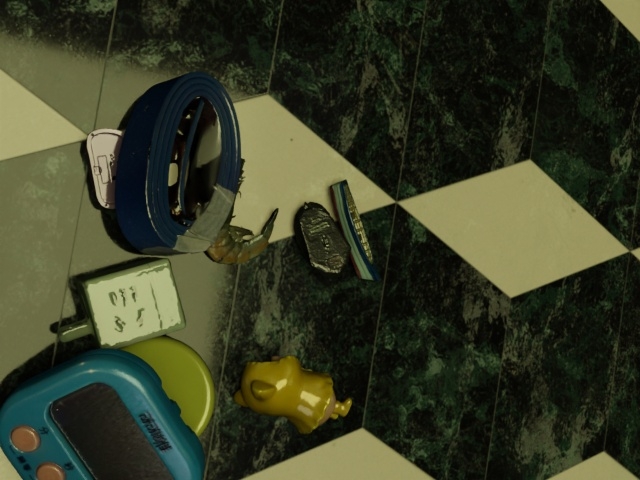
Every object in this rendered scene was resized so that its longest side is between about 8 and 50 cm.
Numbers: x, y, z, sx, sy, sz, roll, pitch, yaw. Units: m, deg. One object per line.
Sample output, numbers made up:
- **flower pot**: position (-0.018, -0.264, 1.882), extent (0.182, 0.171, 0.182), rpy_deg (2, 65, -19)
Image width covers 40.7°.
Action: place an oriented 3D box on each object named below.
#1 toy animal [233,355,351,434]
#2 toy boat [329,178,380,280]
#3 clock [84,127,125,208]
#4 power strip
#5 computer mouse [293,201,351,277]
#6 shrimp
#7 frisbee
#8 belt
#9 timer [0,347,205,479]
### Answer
- **toy animal**: position (-0.053, 0.314, 1.744), extent (0.230, 0.156, 0.156), rpy_deg (18, 83, -20)
- **toy boat**: position (0.073, -0.017, 1.842), extent (0.046, 0.080, 0.228), rpy_deg (-16, 100, 13)
- **clock**: position (-0.389, -0.139, 1.654), extent (0.110, 0.050, 0.152), rpy_deg (-11, 94, -22)
- **power strip**: position (-0.384, 0.125, 1.608), extent (0.224, 0.139, 0.140), rpy_deg (-15, 97, -22)
- **computer mouse**: position (0.000, 0.000, 1.815), extent (0.099, 0.057, 0.172), rpy_deg (-23, 87, -19)
- **shrimp**: position (-0.158, -0.055, 1.755), extent (0.150, 0.051, 0.217), rpy_deg (13, 93, -25)
- **frisbee**: position (-0.320, 0.298, 1.650), extent (0.236, 0.017, 0.236), rpy_deg (0, 81, -1)
- **belt**: position (-0.266, -0.142, 1.635), extent (0.212, 0.117, 0.346), rpy_deg (20, 72, -43)
- **timer**: position (-0.389, 0.366, 1.553), extent (0.309, 0.115, 0.340), rpy_deg (-25, 107, 12)
